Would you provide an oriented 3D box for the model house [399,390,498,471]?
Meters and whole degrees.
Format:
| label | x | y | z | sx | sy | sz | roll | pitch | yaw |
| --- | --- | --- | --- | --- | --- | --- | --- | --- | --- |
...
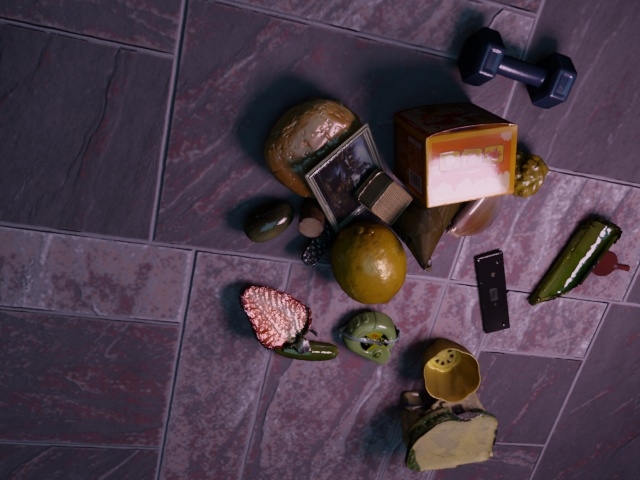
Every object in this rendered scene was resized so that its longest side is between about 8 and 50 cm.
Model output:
| label | x | y | z | sx | sy | sz | roll | pitch | yaw |
| --- | --- | --- | --- | --- | --- | --- | --- | --- | --- |
| model house | 0.423 | 0.615 | 2.081 | 0.321 | 0.266 | 0.261 | -4 | 121 | -9 |

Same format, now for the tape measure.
| label | x | y | z | sx | sy | sz | roll | pitch | yaw |
| --- | --- | --- | --- | --- | --- | --- | --- | --- | --- |
| tape measure | 0.169 | 0.313 | 1.992 | 0.200 | 0.106 | 0.175 | 27 | 119 | -20 |

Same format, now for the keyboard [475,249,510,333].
| label | x | y | z | sx | sy | sz | roll | pitch | yaw |
| --- | --- | --- | --- | --- | --- | --- | --- | --- | --- |
| keyboard | 0.600 | 0.180 | 2.069 | 0.106 | 0.027 | 0.317 | -14 | 116 | -2 |

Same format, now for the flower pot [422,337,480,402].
| label | x | y | z | sx | sy | sz | roll | pitch | yaw |
| --- | --- | --- | --- | --- | --- | --- | --- | --- | --- |
| flower pot | 0.434 | 0.430 | 2.046 | 0.195 | 0.179 | 0.195 | 0 | 101 | 1 |

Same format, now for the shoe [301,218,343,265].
| label | x | y | z | sx | sy | sz | roll | pitch | yaw |
| --- | --- | --- | --- | --- | --- | --- | --- | --- | --- |
| shoe | 0.000 | 0.000 | 1.844 | 0.071 | 0.049 | 0.179 | 39 | 78 | -13 |

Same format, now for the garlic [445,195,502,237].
| label | x | y | z | sx | sy | sz | roll | pitch | yaw |
| --- | --- | --- | --- | --- | --- | --- | --- | --- | --- |
| garlic | 0.503 | -0.121 | 1.844 | 0.128 | 0.148 | 0.266 | 27 | 113 | 0 |

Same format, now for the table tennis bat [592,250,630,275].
| label | x | y | z | sx | sy | sz | roll | pitch | yaw |
| --- | --- | --- | --- | --- | --- | --- | --- | --- | --- |
| table tennis bat | 1.033 | 0.088 | 2.128 | 0.154 | 0.019 | 0.098 | 10 | 110 | -14 |

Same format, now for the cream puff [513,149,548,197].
| label | x | y | z | sx | sy | sz | roll | pitch | yaw |
| --- | --- | --- | --- | --- | --- | --- | --- | --- | --- |
| cream puff | 0.618 | -0.213 | 1.839 | 0.116 | 0.146 | 0.146 | 29 | 104 | -21 |

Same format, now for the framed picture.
| label | x | y | z | sx | sy | sz | roll | pitch | yaw |
| --- | --- | --- | --- | --- | --- | --- | --- | --- | --- |
| framed picture | 0.090 | -0.166 | 1.708 | 0.232 | 0.019 | 0.296 | -41 | 144 | -7 |

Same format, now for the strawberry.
| label | x | y | z | sx | sy | sz | roll | pitch | yaw |
| --- | --- | --- | --- | --- | --- | --- | --- | --- | --- |
| strawberry | -0.142 | 0.247 | 1.899 | 0.286 | 0.106 | 0.188 | 44 | 76 | -12 |

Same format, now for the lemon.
| label | x | y | z | sx | sy | sz | roll | pitch | yaw |
| --- | --- | --- | --- | --- | --- | --- | --- | --- | --- |
| lemon | 0.146 | 0.067 | 1.806 | 0.236 | 0.236 | 0.263 | 1 | 120 | -13 |

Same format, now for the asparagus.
| label | x | y | z | sx | sy | sz | roll | pitch | yaw |
| --- | --- | --- | --- | --- | --- | --- | --- | --- | --- |
| asparagus | 0.868 | 0.090 | 2.046 | 0.128 | 0.108 | 0.382 | 23 | 108 | -22 |

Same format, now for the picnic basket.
| label | x | y | z | sx | sy | sz | roll | pitch | yaw |
| --- | --- | --- | --- | --- | --- | --- | --- | --- | --- |
| picnic basket | 0.186 | -0.126 | 1.762 | 0.115 | 0.079 | 0.164 | -50 | 145 | 5 |

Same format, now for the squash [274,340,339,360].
| label | x | y | z | sx | sy | sz | roll | pitch | yaw |
| --- | --- | --- | --- | --- | --- | --- | --- | --- | --- |
| squash | -0.059 | 0.365 | 1.985 | 0.252 | 0.066 | 0.066 | 9 | 111 | -15 |

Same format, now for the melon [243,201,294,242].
| label | x | y | z | sx | sy | sz | roll | pitch | yaw |
| --- | --- | --- | --- | --- | --- | --- | --- | --- | --- |
| melon | -0.150 | -0.057 | 1.760 | 0.162 | 0.099 | 0.099 | -32 | 116 | -4 |

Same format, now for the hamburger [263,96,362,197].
| label | x | y | z | sx | sy | sz | roll | pitch | yaw |
| --- | --- | --- | --- | --- | --- | --- | --- | --- | --- |
| hamburger | -0.014 | -0.263 | 1.677 | 0.259 | 0.144 | 0.283 | 34 | 99 | -22 |

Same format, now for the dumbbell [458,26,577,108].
| label | x | y | z | sx | sy | sz | roll | pitch | yaw |
| --- | --- | --- | --- | --- | --- | --- | --- | --- | --- |
| dumbbell | 0.559 | -0.486 | 1.702 | 0.325 | 0.160 | 0.144 | 11 | 79 | -16 |

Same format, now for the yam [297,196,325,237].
| label | x | y | z | sx | sy | sz | roll | pitch | yaw |
| --- | --- | --- | --- | --- | --- | --- | --- | --- | --- |
| yam | -0.022 | -0.073 | 1.764 | 0.084 | 0.127 | 0.084 | 3 | 128 | 4 |

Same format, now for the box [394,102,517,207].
| label | x | y | z | sx | sy | sz | roll | pitch | yaw |
| --- | --- | --- | --- | --- | --- | --- | --- | --- | --- |
| box | 0.368 | -0.253 | 1.683 | 0.259 | 0.283 | 0.214 | -11 | 117 | -8 |

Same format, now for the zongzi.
| label | x | y | z | sx | sy | sz | roll | pitch | yaw |
| --- | --- | --- | --- | --- | --- | --- | --- | --- | --- |
| zongzi | 0.352 | -0.058 | 1.762 | 0.260 | 0.289 | 0.123 | -39 | 118 | 5 |
